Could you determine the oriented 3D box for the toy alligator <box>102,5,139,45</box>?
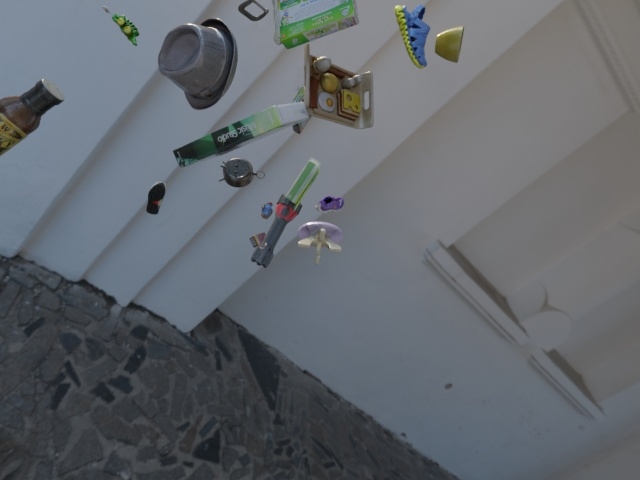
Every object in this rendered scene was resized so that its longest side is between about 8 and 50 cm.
[{"bbox_3d":[-0.754,-0.835,1.547,0.189,0.051,0.056,50,-12,-2],"label":"toy alligator"}]

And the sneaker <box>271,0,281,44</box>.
[{"bbox_3d":[-0.155,-0.969,1.665,0.119,0.292,0.110,22,32,2],"label":"sneaker"}]

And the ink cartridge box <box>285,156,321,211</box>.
[{"bbox_3d":[-0.065,-0.213,1.492,0.056,0.171,0.235,33,16,-7],"label":"ink cartridge box"}]

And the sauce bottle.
[{"bbox_3d":[-0.876,-0.324,1.119,0.111,0.345,0.111,55,6,-9],"label":"sauce bottle"}]

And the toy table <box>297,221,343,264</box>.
[{"bbox_3d":[0.000,0.000,2.400,0.160,0.275,0.252,-91,179,-54],"label":"toy table"}]

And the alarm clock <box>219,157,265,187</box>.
[{"bbox_3d":[-0.338,-0.297,1.751,0.192,0.064,0.129,6,63,-7],"label":"alarm clock"}]

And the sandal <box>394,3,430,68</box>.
[{"bbox_3d":[0.455,-0.976,1.901,0.126,0.138,0.317,-30,103,-70],"label":"sandal"}]

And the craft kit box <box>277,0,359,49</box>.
[{"bbox_3d":[-0.014,-0.757,1.258,0.061,0.250,0.246,24,60,-65],"label":"craft kit box"}]

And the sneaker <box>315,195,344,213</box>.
[{"bbox_3d":[0.053,-0.167,1.784,0.068,0.071,0.170,45,38,19],"label":"sneaker"}]

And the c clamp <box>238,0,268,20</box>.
[{"bbox_3d":[-0.281,-1.010,1.749,0.161,0.137,0.022,-2,75,-69],"label":"c clamp"}]

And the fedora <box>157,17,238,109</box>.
[{"bbox_3d":[-0.357,-0.497,1.113,0.124,0.276,0.243,-4,97,-52],"label":"fedora"}]

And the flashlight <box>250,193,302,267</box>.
[{"bbox_3d":[-0.181,-0.037,1.630,0.103,0.303,0.103,15,-17,42],"label":"flashlight"}]

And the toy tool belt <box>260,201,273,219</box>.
[{"bbox_3d":[-0.228,-0.135,1.721,0.052,0.083,0.051,18,-17,10],"label":"toy tool belt"}]

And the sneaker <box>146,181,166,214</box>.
[{"bbox_3d":[-0.625,-0.176,1.534,0.057,0.161,0.075,14,43,-24],"label":"sneaker"}]

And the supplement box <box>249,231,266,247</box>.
[{"bbox_3d":[-0.311,-0.003,2.046,0.083,0.043,0.054,-21,82,-53],"label":"supplement box"}]

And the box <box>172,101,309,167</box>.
[{"bbox_3d":[-0.211,-0.295,1.115,0.058,0.322,0.232,67,23,-14],"label":"box"}]

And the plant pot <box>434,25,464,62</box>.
[{"bbox_3d":[0.508,-0.779,1.598,0.095,0.134,0.134,12,8,17],"label":"plant pot"}]

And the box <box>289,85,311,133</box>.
[{"bbox_3d":[-0.084,-0.553,1.722,0.036,0.114,0.207,31,-8,9],"label":"box"}]

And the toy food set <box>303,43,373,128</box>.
[{"bbox_3d":[0.069,-0.535,1.415,0.306,0.092,0.219,4,82,-37],"label":"toy food set"}]
